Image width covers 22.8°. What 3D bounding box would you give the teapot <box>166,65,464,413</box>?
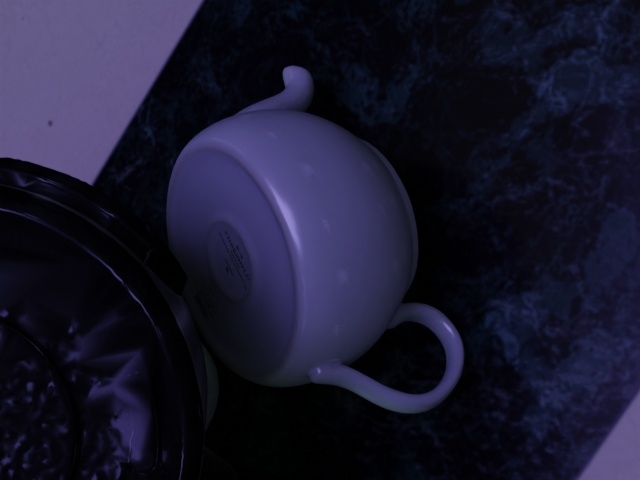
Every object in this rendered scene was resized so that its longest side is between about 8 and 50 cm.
[{"bbox_3d":[0.000,0.000,1.371,0.252,0.187,0.256,22,120,51],"label":"teapot"}]

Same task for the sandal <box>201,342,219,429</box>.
[{"bbox_3d":[-0.284,0.109,1.564,0.416,0.102,0.169,21,94,32],"label":"sandal"}]

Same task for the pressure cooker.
[{"bbox_3d":[-0.276,0.130,1.289,0.375,0.420,0.370,-17,91,-3],"label":"pressure cooker"}]

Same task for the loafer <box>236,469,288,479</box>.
[{"bbox_3d":[0.000,0.256,1.378,0.223,0.078,0.076,16,91,33],"label":"loafer"}]
